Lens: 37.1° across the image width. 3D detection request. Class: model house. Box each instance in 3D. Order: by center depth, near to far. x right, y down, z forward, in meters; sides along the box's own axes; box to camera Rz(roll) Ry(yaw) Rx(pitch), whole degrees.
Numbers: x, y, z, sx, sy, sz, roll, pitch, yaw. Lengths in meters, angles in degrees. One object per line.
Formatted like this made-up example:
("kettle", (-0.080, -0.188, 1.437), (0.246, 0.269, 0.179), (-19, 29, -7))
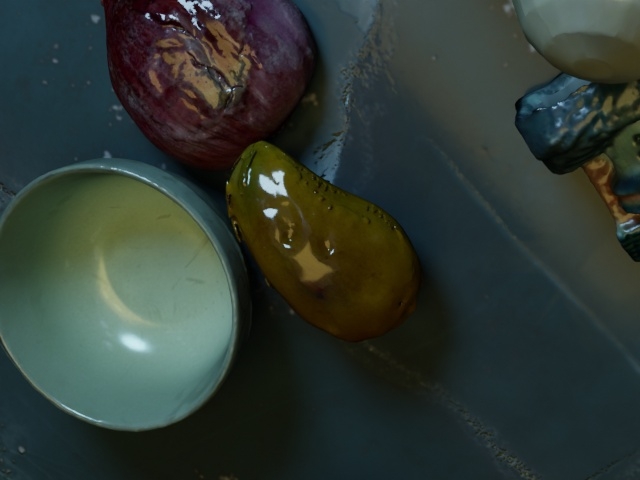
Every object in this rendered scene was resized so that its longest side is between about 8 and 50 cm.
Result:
("model house", (0.351, -0.064, 0.865), (0.253, 0.184, 0.291), (-29, 100, 20))

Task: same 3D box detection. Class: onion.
("onion", (-0.155, -0.207, 1.025), (0.283, 0.120, 0.227), (40, 110, 4))

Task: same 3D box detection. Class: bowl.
("bowl", (-0.208, 0.049, 1.095), (0.307, 0.163, 0.307), (6, 107, 18))

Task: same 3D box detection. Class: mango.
("mango", (0.000, 0.000, 1.012), (0.156, 0.151, 0.249), (-39, 92, 26))

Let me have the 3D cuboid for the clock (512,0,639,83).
("clock", (0.246, -0.312, 0.721), (0.325, 0.184, 0.342), (-33, 59, 10))
